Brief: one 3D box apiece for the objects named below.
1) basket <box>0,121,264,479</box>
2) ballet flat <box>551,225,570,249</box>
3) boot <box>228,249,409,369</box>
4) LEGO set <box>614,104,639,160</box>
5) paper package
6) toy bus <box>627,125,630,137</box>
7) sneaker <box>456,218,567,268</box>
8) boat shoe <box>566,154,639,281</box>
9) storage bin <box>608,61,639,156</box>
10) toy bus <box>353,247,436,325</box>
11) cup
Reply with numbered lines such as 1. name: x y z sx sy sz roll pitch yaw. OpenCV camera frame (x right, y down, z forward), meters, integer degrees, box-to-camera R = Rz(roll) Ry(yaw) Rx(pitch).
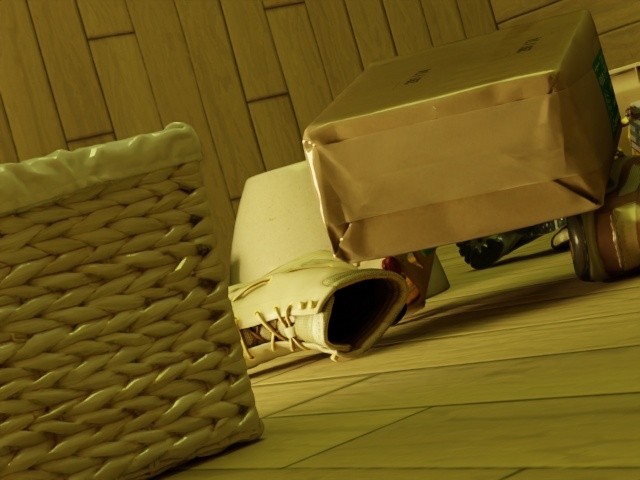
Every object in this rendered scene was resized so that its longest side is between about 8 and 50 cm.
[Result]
1. basket: -0.273 0.084 1.169 0.331 0.267 0.328 -16 1 -32
2. ballet flat: 0.384 -0.015 2.220 0.057 0.049 0.173 -16 1 16
3. boot: -0.044 0.099 1.589 0.262 0.095 0.203 -27 15 -18
4. LEGO set: 0.508 -0.150 1.937 0.331 0.192 0.255 -10 25 -2
5. paper package: 0.176 -0.124 1.641 0.309 0.168 0.325 -12 16 19
6. toy bus: 0.560 -0.148 2.274 0.149 0.212 0.220 -18 1 -35
7. sneaker: 0.332 -0.056 2.237 0.122 0.110 0.283 -23 -6 -40
8. boat shoe: 0.385 -0.028 1.647 0.119 0.123 0.324 -9 12 29
9. storage bin: 0.582 -0.182 2.436 0.262 0.260 0.123 -15 5 29
10. toy bus: 0.086 0.049 1.790 0.202 0.104 0.191 -47 22 -10
11. cup: 0.000 0.000 2.123 0.331 0.237 0.331 -16 1 0
